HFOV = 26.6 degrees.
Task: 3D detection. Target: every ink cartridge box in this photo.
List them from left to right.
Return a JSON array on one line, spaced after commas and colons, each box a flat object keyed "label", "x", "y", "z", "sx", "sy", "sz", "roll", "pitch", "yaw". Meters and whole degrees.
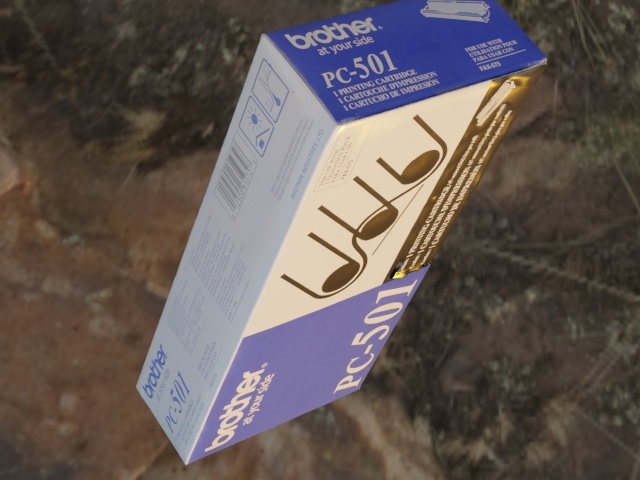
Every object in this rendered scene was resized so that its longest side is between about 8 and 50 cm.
[{"label": "ink cartridge box", "x": 0.000, "y": 0.000, "z": 0.518, "sx": 0.046, "sy": 0.097, "sz": 0.207, "roll": 53, "pitch": 142, "yaw": 24}]
